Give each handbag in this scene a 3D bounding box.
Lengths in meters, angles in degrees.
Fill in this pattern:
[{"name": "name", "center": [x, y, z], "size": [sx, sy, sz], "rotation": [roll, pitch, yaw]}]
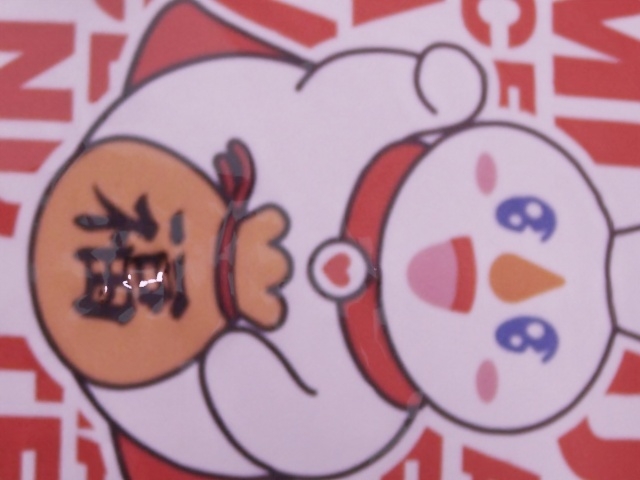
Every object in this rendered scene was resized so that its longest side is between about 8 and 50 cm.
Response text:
[{"name": "handbag", "center": [0.000, 0.000, 0.480], "size": [0.298, 0.151, 0.171], "rotation": [2, 92, -1]}]
